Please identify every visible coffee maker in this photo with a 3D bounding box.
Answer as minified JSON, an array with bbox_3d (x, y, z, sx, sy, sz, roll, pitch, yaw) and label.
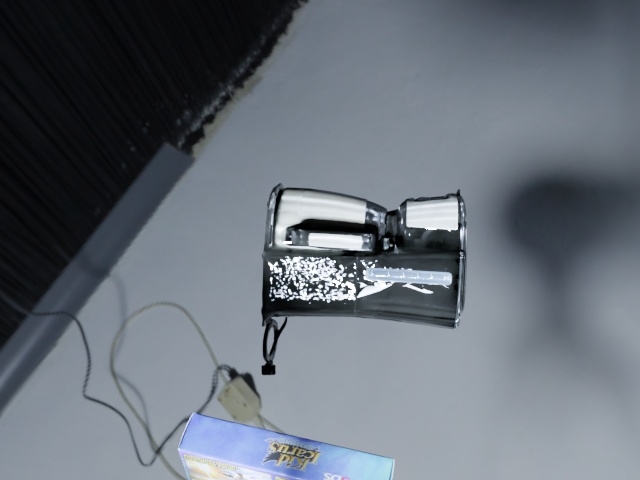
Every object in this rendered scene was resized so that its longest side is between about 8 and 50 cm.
[{"bbox_3d":[0.040,0.035,0.727,0.178,0.171,0.120,5,29,5],"label":"coffee maker"}]

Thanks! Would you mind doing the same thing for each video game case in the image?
[{"bbox_3d":[-0.041,0.343,1.064,0.269,0.244,0.061,11,50,10],"label":"video game case"}]
